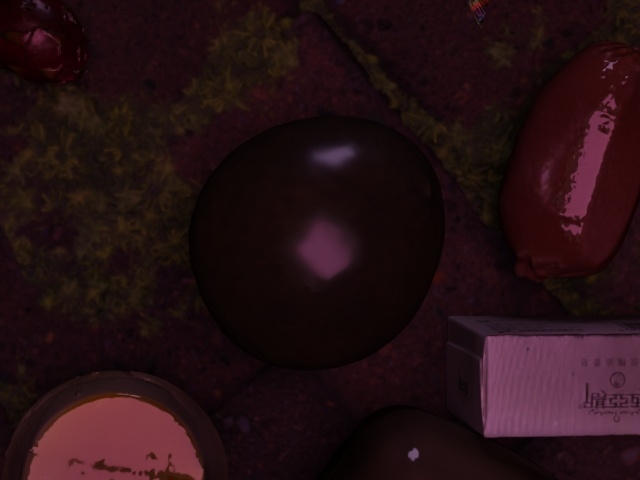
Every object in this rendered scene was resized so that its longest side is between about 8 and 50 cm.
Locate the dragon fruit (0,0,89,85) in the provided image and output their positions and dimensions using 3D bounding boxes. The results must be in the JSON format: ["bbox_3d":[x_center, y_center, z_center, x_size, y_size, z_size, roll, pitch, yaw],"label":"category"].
[{"bbox_3d":[-0.316,-0.215,1.712,0.190,0.094,0.094,20,90,4],"label":"dragon fruit"}]

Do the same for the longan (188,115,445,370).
[{"bbox_3d":[0.000,0.000,1.677,0.258,0.258,0.258,0,93,-7],"label":"longan"}]

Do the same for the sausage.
[{"bbox_3d":[0.264,-0.075,1.759,0.148,0.148,0.254,21,85,-7],"label":"sausage"}]

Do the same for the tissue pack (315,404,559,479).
[{"bbox_3d":[0.078,0.367,1.692,0.267,0.277,0.387,28,88,-4],"label":"tissue pack"}]

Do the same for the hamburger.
[{"bbox_3d":[-0.209,0.275,1.712,0.227,0.151,0.295,13,88,-4],"label":"hamburger"}]

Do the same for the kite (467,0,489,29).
[{"bbox_3d":[0.172,-0.286,1.803,0.090,0.004,0.122,26,90,-6],"label":"kite"}]

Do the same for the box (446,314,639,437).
[{"bbox_3d":[0.270,0.133,1.740,0.260,0.194,0.111,-2,93,-6],"label":"box"}]
